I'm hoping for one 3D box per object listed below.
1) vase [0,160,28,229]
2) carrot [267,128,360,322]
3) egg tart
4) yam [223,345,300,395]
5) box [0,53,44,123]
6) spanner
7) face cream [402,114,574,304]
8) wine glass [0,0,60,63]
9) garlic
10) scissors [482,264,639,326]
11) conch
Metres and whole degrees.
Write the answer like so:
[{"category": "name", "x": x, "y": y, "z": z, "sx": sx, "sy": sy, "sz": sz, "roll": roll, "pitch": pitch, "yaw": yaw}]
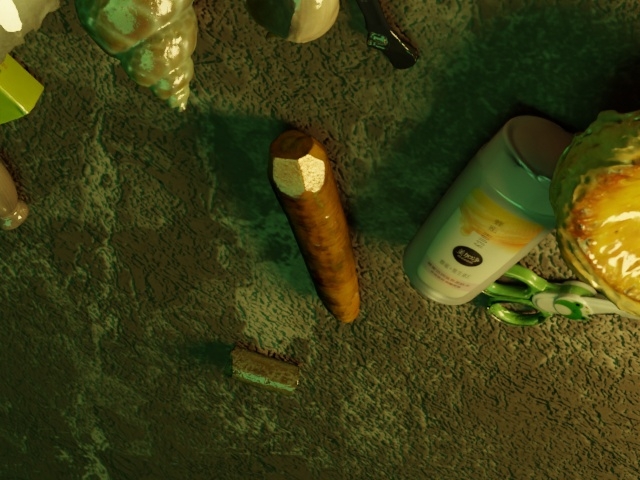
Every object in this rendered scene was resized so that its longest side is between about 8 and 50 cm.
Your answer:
[{"category": "vase", "x": -0.373, "y": -0.056, "z": 2.107, "sx": 0.053, "sy": 0.053, "sz": 0.100, "roll": 7, "pitch": 149, "yaw": 24}, {"category": "carrot", "x": 0.000, "y": 0.000, "z": 1.950, "sx": 0.066, "sy": 0.066, "sz": 0.314, "roll": 10, "pitch": 146, "yaw": 19}, {"category": "egg tart", "x": 0.358, "y": -0.032, "z": 1.623, "sx": 0.319, "sy": 0.128, "sz": 0.319, "roll": 16, "pitch": 145, "yaw": 12}, {"category": "yam", "x": -0.070, "y": 0.160, "z": 2.246, "sx": 0.094, "sy": 0.043, "sz": 0.043, "roll": 17, "pitch": 147, "yaw": 7}, {"category": "box", "x": -0.470, "y": -0.174, "z": 2.001, "sx": 0.335, "sy": 0.047, "sz": 0.187, "roll": -13, "pitch": 134, "yaw": 44}, {"category": "spanner", "x": 0.043, "y": -0.212, "z": 1.635, "sx": 0.046, "sy": 0.012, "sz": 0.208, "roll": 8, "pitch": 153, "yaw": 25}, {"category": "face cream", "x": 0.169, "y": -0.027, "z": 1.798, "sx": 0.107, "sy": 0.073, "sz": 0.269, "roll": 25, "pitch": 147, "yaw": -9}, {"category": "wine glass", "x": -0.384, "y": -0.290, "z": 1.609, "sx": 0.238, "sy": 0.238, "sz": 0.323, "roll": -15, "pitch": 129, "yaw": 44}, {"category": "garlic", "x": -0.021, "y": -0.221, "z": 1.633, "sx": 0.084, "sy": 0.066, "sz": 0.152, "roll": 26, "pitch": 150, "yaw": -1}, {"category": "scissors", "x": 0.261, "y": 0.062, "z": 1.911, "sx": 0.204, "sy": 0.027, "sz": 0.101, "roll": 5, "pitch": 147, "yaw": 30}, {"category": "conch", "x": -0.169, "y": -0.219, "z": 1.701, "sx": 0.116, "sy": 0.106, "sz": 0.173, "roll": 5, "pitch": 133, "yaw": -5}]
